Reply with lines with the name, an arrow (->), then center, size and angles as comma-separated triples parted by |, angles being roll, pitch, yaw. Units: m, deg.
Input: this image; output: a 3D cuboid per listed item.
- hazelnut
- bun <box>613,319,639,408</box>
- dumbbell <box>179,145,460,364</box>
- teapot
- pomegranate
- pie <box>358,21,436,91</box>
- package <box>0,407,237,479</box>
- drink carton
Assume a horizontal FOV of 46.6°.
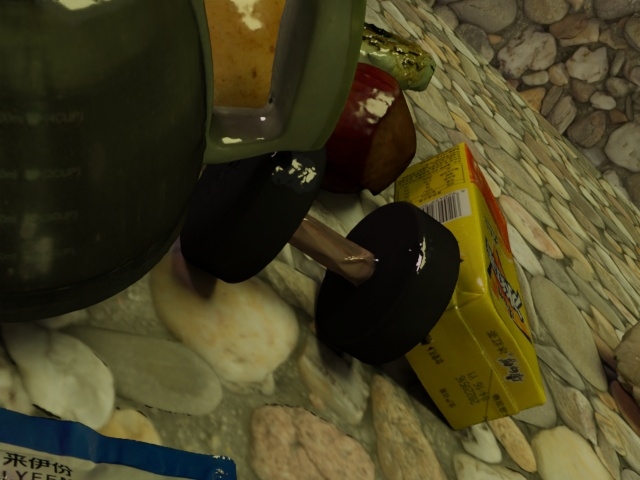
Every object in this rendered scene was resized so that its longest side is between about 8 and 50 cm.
hazelnut -> 0.036, -0.129, 0.920 | 0.201, 0.161, 0.170 | 90, -20, -73
bun -> 0.569, 0.221, 1.223 | 0.229, 0.145, 0.229 | 11, 74, -42
dumbbell -> 0.000, 0.000, 0.664 | 0.218, 0.152, 0.152 | 33, 29, -25
teapot -> -0.132, -0.097, 0.411 | 0.322, 0.239, 0.239 | 17, 48, -10
pomegranate -> -0.116, -0.186, 0.734 | 0.196, 0.196, 0.196 | 35, 29, -22
pie -> 0.033, -0.304, 1.133 | 0.297, 0.078, 0.371 | 25, 22, 7
package -> -0.112, 0.168, 0.388 | 0.171, 0.027, 0.173 | 20, 32, -26
drink carton -> 0.162, 0.035, 0.864 | 0.154, 0.111, 0.351 | 57, 21, -24
